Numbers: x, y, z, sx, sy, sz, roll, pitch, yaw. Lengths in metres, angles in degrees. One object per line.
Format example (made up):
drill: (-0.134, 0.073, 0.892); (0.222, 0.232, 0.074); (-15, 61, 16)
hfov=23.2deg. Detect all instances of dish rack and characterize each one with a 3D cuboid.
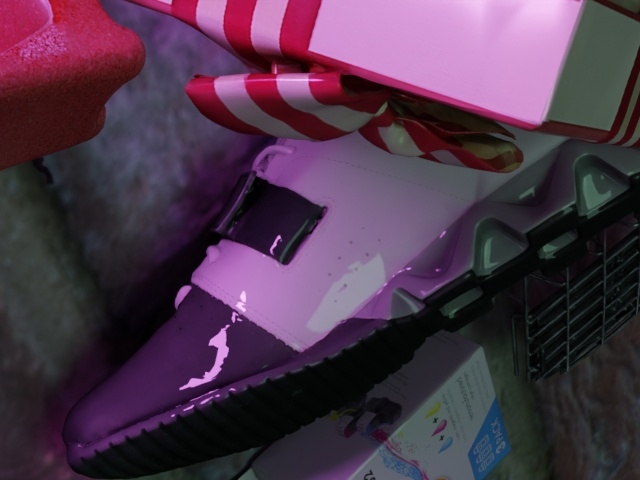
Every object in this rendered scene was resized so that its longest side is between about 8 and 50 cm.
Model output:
dish rack: (0.168, -0.051, 0.968); (0.208, 0.074, 0.271); (-33, 134, -28)

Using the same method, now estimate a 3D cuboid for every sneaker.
sneaker: (0.000, 0.000, 0.798); (0.330, 0.146, 0.122); (-31, 162, -3)

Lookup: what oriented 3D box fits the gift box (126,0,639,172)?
gift box: (0.035, -0.165, 0.628); (0.255, 0.276, 0.258); (2, 106, -60)

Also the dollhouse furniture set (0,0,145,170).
dollhouse furniture set: (-0.171, 0.044, 0.556); (0.152, 0.201, 0.374); (-17, 124, -41)

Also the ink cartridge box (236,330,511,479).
ink cartridge box: (0.027, 0.142, 0.931); (0.181, 0.061, 0.104); (-42, 136, -21)
